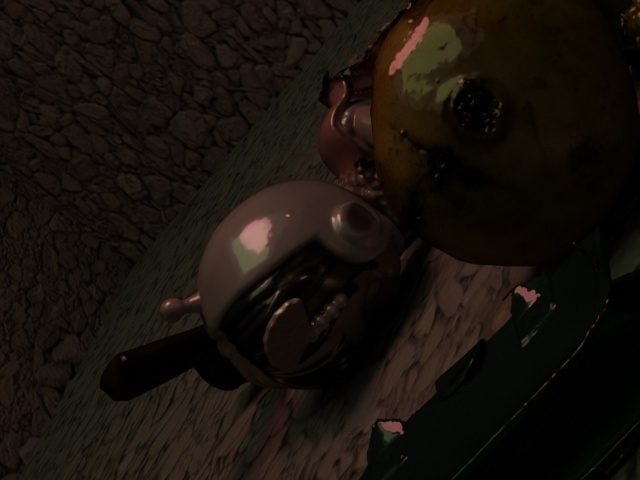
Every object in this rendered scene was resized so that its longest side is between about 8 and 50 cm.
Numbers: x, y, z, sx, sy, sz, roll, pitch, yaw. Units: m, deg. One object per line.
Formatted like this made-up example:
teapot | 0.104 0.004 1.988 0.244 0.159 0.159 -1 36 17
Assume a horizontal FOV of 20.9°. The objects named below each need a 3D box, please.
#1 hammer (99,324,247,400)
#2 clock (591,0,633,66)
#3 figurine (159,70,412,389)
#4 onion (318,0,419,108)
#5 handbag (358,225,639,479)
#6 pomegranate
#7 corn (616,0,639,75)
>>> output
hammer | -0.132 0.126 2.086 0.242 0.095 0.409 -45 -10 28
clock | 0.266 -0.253 1.721 0.040 0.184 0.184 -30 24 48
figurine | 0.001 0.005 1.962 0.361 0.211 0.253 -57 -21 -23
onion | 0.162 -0.286 2.455 0.280 0.146 0.314 -43 -4 -28
handbag | 0.121 0.148 1.281 0.326 0.089 0.238 -50 9 15
pomegranate | 0.160 -0.104 1.509 0.260 0.260 0.260 -50 10 13
corn | 0.338 -0.188 1.394 0.115 0.115 0.318 -55 10 -13
